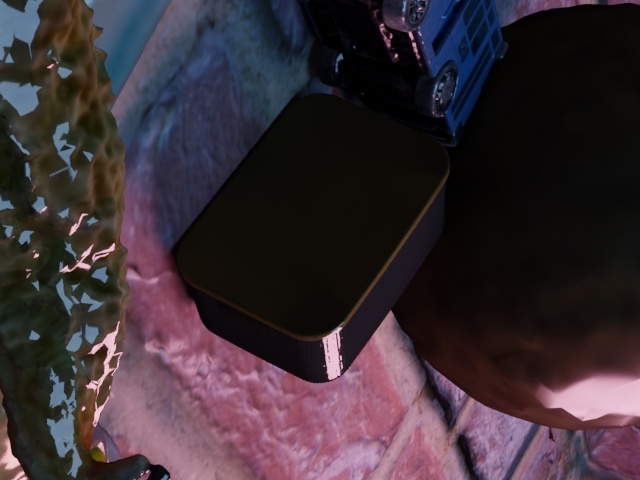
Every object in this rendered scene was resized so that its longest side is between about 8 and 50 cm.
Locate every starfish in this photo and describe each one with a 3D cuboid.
[{"bbox_3d":[-0.197,-0.087,0.479,0.323,0.082,0.432,-2,112,-25],"label":"starfish"}]

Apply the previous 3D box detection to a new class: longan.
[{"bbox_3d":[0.241,-0.017,1.228,0.391,0.391,0.391,-45,148,-39],"label":"longan"}]

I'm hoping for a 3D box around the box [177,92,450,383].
[{"bbox_3d":[0.000,0.000,1.048,0.201,0.144,0.090,-54,156,-27],"label":"box"}]

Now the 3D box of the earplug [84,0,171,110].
[{"bbox_3d":[-0.162,-0.082,0.627,0.324,0.185,0.185,-64,156,5],"label":"earplug"}]

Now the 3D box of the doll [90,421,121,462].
[{"bbox_3d":[-0.178,0.133,0.901,0.104,0.062,0.195,-31,131,-54],"label":"doll"}]

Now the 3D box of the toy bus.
[{"bbox_3d":[0.061,-0.185,1.042,0.134,0.116,0.234,-61,153,-19],"label":"toy bus"}]

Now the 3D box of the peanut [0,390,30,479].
[{"bbox_3d":[-0.204,0.080,0.749,0.140,0.109,0.159,-58,145,-46],"label":"peanut"}]
